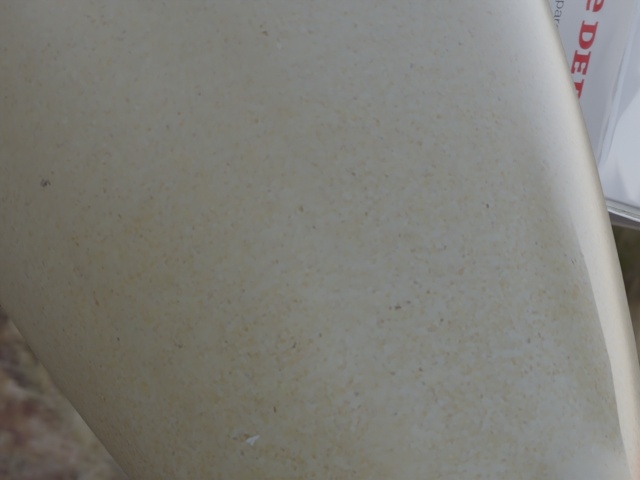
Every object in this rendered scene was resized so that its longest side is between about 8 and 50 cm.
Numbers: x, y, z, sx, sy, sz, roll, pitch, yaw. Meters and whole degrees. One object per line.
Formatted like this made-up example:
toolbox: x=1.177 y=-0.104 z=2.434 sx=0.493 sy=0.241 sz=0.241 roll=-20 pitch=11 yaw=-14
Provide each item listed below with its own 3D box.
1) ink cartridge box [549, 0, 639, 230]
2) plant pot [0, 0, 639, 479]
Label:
ink cartridge box: x=0.126 y=-0.127 z=0.982 sx=0.117 sy=0.207 sz=0.283 roll=13 pitch=1 yaw=-38
plant pot: x=0.000 y=0.000 z=0.573 sx=0.256 sy=0.256 sz=0.274 roll=4 pitch=50 yaw=-45
